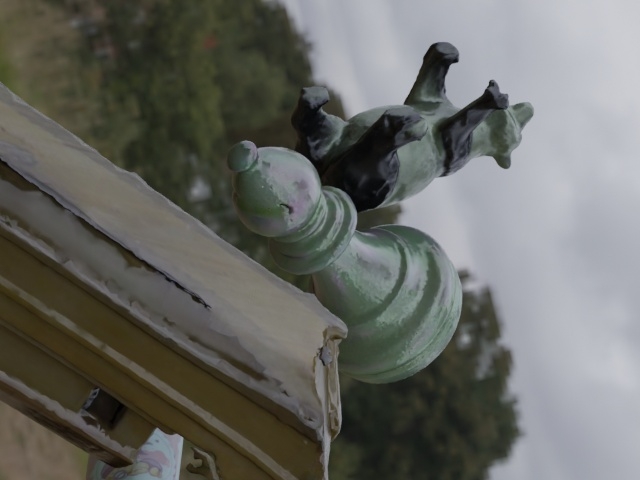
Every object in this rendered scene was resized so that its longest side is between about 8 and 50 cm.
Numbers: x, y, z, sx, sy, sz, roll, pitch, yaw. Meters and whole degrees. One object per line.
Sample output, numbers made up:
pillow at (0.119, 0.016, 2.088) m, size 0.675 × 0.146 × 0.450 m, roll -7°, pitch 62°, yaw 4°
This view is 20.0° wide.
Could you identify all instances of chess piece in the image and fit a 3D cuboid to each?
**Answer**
chess piece at (0.000, 0.000, 1.455) m, size 0.272 × 0.139 × 0.139 m, roll 45°, pitch 22°, yaw -46°

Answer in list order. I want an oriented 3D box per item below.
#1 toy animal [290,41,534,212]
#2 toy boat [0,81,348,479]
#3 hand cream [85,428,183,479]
toy animal at (0.083, -0.090, 1.556) m, size 0.094 × 0.225 × 0.121 m, roll 47°, pitch -34°, yaw 36°
toy boat at (-0.171, 0.018, 1.054) m, size 0.445 × 0.162 × 0.136 m, roll 35°, pitch 28°, yaw -12°
hand cream at (-0.124, 0.182, 1.183) m, size 0.058 × 0.085 × 0.331 m, roll 58°, pitch 16°, yaw -28°
